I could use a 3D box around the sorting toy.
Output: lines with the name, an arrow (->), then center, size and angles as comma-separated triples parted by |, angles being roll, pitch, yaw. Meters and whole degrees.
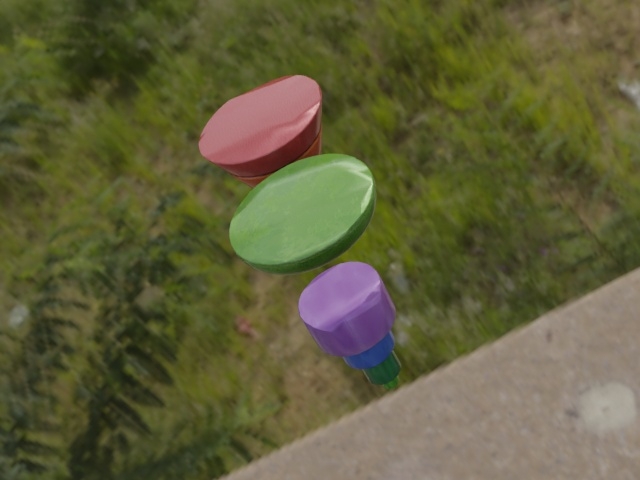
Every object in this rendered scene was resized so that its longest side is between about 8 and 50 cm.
sorting toy -> 0.000, 0.000, 1.158 | 0.127, 0.126, 0.365 | -28, 37, 2
